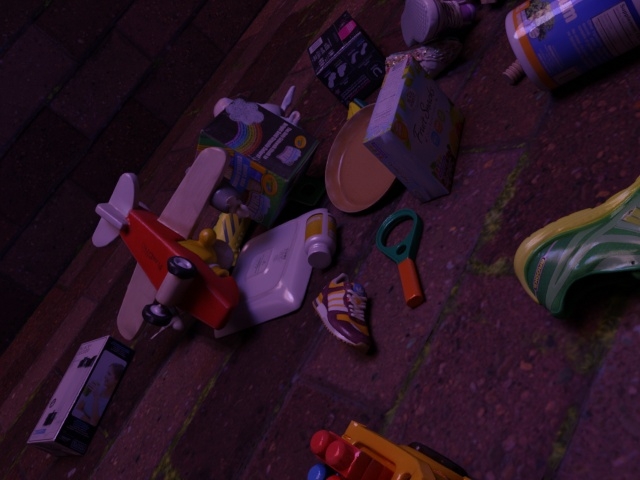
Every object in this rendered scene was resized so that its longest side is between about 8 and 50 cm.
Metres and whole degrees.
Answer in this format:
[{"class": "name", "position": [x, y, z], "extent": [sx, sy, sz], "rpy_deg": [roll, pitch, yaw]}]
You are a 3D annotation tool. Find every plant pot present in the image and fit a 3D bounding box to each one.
[{"class": "plant pot", "position": [0.098, -0.168, 1.238], "extent": [0.236, 0.032, 0.236], "rpy_deg": [-23, 59, 45]}]

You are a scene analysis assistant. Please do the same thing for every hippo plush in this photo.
[{"class": "hippo plush", "position": [-0.140, -0.261, 1.630], "extent": [0.294, 0.234, 0.236], "rpy_deg": [-16, 36, -30]}]

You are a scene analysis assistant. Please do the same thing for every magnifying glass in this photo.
[{"class": "magnifying glass", "position": [0.143, 0.025, 1.020], "extent": [0.092, 0.026, 0.231], "rpy_deg": [-36, 29, 22]}]

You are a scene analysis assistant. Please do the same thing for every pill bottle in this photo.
[{"class": "pill bottle", "position": [0.000, 0.000, 1.201], "extent": [0.065, 0.065, 0.116], "rpy_deg": [-33, 32, 27]}, {"class": "pill bottle", "position": [0.446, -0.362, 0.934], "extent": [0.272, 0.152, 0.152], "rpy_deg": [-26, 36, 37]}]

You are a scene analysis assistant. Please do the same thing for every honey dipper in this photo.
[{"class": "honey dipper", "position": [0.407, -0.357, 1.112], "extent": [0.161, 0.030, 0.030], "rpy_deg": [-44, 29, 3]}]

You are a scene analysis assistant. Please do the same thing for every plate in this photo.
[{"class": "plate", "position": [-0.119, 0.062, 1.314], "extent": [0.278, 0.045, 0.277], "rpy_deg": [-23, 37, 39]}]

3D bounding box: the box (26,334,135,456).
[{"class": "box", "position": [-0.614, 0.399, 1.544], "extent": [0.169, 0.087, 0.290], "rpy_deg": [-19, 40, 42]}]

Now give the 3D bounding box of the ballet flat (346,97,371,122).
[{"class": "ballet flat", "position": [0.113, -0.266, 1.374], "extent": [0.077, 0.077, 0.231], "rpy_deg": [-64, 24, 16]}]

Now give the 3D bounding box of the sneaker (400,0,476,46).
[{"class": "sneaker", "position": [0.272, -0.504, 1.322], "extent": [0.161, 0.102, 0.282], "rpy_deg": [-14, 14, 4]}]

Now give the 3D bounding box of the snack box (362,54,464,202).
[{"class": "snack box", "position": [0.176, -0.203, 1.090], "extent": [0.070, 0.174, 0.207], "rpy_deg": [-22, 38, 42]}]

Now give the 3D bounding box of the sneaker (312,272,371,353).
[{"class": "sneaker", "position": [0.047, 0.113, 0.995], "extent": [0.084, 0.069, 0.185], "rpy_deg": [-53, 29, 4]}]

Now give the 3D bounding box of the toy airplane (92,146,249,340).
[{"class": "toy airplane", "position": [-0.320, 0.021, 1.325], "extent": [0.386, 0.272, 0.384], "rpy_deg": [-14, 76, 37]}]

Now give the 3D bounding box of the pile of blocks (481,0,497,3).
[{"class": "pile of blocks", "position": [0.435, -0.602, 1.320], "extent": [0.112, 0.149, 0.362], "rpy_deg": [-14, 24, -31]}]

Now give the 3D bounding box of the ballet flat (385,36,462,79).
[{"class": "ballet flat", "position": [0.234, -0.402, 1.372], "extent": [0.241, 0.091, 0.077], "rpy_deg": [9, 93, 62]}]

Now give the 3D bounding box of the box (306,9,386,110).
[{"class": "box", "position": [0.074, -0.485, 1.611], "extent": [0.163, 0.142, 0.247], "rpy_deg": [-40, 28, 18]}]

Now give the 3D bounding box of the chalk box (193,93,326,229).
[{"class": "chalk box", "position": [-0.127, -0.166, 1.393], "extent": [0.180, 0.289, 0.179], "rpy_deg": [-57, -2, -41]}]

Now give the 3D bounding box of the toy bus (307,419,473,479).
[{"class": "toy bus", "position": [0.084, 0.274, 0.604], "extent": [0.220, 0.211, 0.149], "rpy_deg": [10, 62, 56]}]

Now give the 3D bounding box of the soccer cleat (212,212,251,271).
[{"class": "soccer cleat", "position": [-0.237, 0.022, 1.510], "extent": [0.121, 0.093, 0.289], "rpy_deg": [21, 64, 28]}]

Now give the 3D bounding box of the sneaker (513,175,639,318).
[{"class": "sneaker", "position": [0.372, -0.003, 0.677], "extent": [0.295, 0.109, 0.123], "rpy_deg": [-34, 53, 23]}]
